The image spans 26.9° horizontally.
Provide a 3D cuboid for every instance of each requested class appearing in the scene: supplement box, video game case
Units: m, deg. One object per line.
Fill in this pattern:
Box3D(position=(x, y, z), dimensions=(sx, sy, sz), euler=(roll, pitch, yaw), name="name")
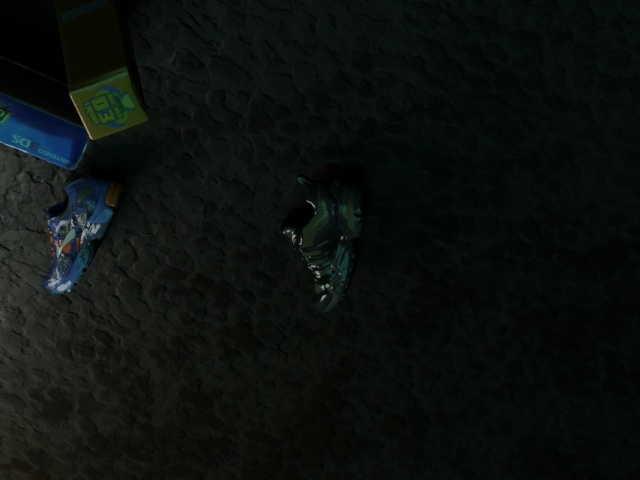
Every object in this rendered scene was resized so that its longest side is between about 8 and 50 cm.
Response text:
Box3D(position=(-0.261, -0.219, 1.578), dimensions=(0.080, 0.233, 0.078), euler=(-21, 130, -2), name="supplement box")
Box3D(position=(-0.415, -0.184, 1.618), dimensions=(0.269, 0.244, 0.061), euler=(23, 101, -17), name="video game case")

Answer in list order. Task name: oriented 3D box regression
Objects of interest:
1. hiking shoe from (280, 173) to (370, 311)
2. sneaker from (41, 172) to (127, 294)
Box3D(position=(0.000, 0.000, 1.889), dimensions=(0.114, 0.086, 0.227), euler=(16, 126, 6), name="hiking shoe")
Box3D(position=(-0.348, -0.015, 1.889), dimensions=(0.087, 0.083, 0.221), euler=(29, 123, -6), name="sneaker")
